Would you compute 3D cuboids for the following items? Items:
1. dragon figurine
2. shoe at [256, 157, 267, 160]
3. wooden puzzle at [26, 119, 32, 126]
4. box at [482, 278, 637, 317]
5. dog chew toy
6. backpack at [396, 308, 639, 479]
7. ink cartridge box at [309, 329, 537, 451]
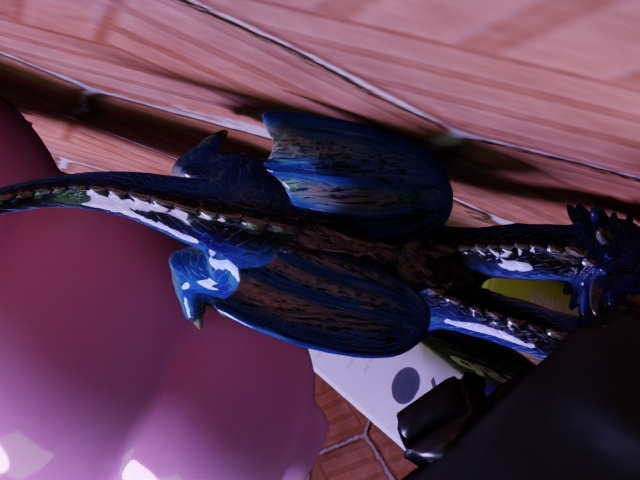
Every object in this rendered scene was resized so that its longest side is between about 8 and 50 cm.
[{"bbox_3d":[0.000,0.000,0.610,0.289,0.085,0.144,14,175,-18],"label":"dragon figurine"},{"bbox_3d":[-0.021,-0.001,0.827,0.178,0.063,0.081,16,173,-42],"label":"shoe"},{"bbox_3d":[-0.203,-0.082,0.903,0.049,0.006,0.083,15,175,22],"label":"wooden puzzle"},{"bbox_3d":[0.115,0.039,0.938,0.178,0.042,0.109,20,176,-44],"label":"box"},{"bbox_3d":[-0.153,0.044,0.826,0.332,0.206,0.206,26,175,-3],"label":"dog chew toy"},{"bbox_3d":[0.164,0.181,0.618,0.273,0.290,0.356,52,-154,22],"label":"backpack"},{"bbox_3d":[0.075,0.085,0.973,0.165,0.065,0.333,22,-168,-42],"label":"ink cartridge box"}]
